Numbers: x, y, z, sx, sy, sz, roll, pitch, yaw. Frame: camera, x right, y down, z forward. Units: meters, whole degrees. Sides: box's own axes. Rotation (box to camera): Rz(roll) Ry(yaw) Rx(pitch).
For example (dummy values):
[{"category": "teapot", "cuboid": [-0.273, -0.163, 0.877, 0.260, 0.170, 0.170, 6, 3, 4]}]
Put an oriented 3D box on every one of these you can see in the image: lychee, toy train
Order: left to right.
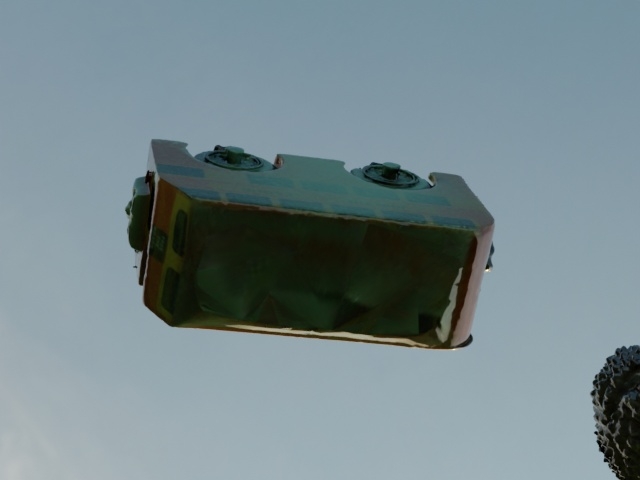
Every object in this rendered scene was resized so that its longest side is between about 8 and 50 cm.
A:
[{"category": "toy train", "cuboid": [0.000, 0.000, 0.646, 0.188, 0.099, 0.072, 6, -73, -12]}, {"category": "lychee", "cuboid": [0.153, 0.081, 0.593, 0.068, 0.083, 0.067, 34, -77, -25]}]
